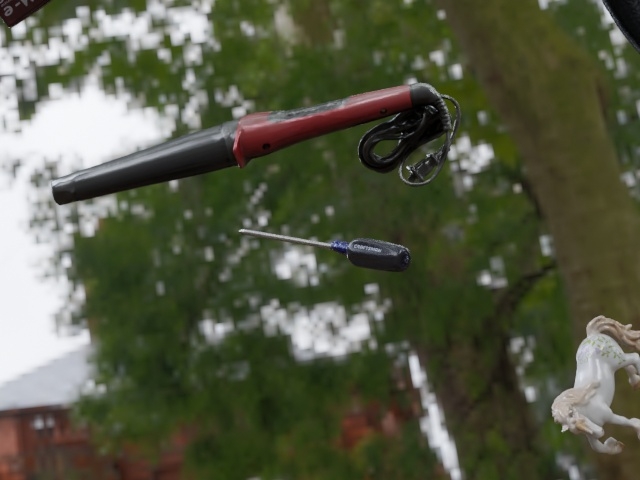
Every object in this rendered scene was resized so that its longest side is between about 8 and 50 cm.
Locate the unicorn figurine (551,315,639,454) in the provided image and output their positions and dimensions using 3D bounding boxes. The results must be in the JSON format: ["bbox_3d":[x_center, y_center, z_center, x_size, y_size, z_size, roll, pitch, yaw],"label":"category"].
[{"bbox_3d":[0.241,0.135,1.556,0.111,0.162,0.060,34,-50,-30],"label":"unicorn figurine"}]

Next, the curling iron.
[{"bbox_3d":[-0.042,-0.054,1.186,0.274,0.068,0.035,-9,10,1],"label":"curling iron"}]

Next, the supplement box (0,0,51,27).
[{"bbox_3d":[-0.251,-0.290,1.331,0.073,0.239,0.130,-28,16,37],"label":"supplement box"}]

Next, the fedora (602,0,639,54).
[{"bbox_3d":[0.385,-0.258,1.485,0.334,0.334,0.152,-7,-24,-5],"label":"fedora"}]

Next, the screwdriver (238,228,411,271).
[{"bbox_3d":[0.000,0.000,1.389,0.170,0.025,0.024,16,12,39],"label":"screwdriver"}]
